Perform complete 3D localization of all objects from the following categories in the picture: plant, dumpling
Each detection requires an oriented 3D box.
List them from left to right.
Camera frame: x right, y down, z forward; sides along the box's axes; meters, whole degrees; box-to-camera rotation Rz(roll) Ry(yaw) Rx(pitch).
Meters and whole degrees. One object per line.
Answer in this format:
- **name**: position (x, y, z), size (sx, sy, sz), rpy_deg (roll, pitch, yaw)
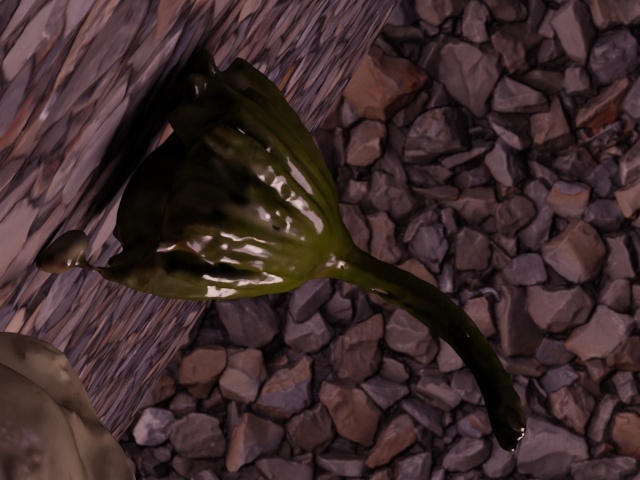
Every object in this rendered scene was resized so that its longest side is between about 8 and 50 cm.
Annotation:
- **dumpling**: position (-0.185, 0.152, 1.013), size (0.147, 0.193, 0.258), rpy_deg (-53, -176, 42)
- **plant**: position (-0.016, 0.025, 1.399), size (0.180, 0.333, 0.251), rpy_deg (-41, -162, 28)
